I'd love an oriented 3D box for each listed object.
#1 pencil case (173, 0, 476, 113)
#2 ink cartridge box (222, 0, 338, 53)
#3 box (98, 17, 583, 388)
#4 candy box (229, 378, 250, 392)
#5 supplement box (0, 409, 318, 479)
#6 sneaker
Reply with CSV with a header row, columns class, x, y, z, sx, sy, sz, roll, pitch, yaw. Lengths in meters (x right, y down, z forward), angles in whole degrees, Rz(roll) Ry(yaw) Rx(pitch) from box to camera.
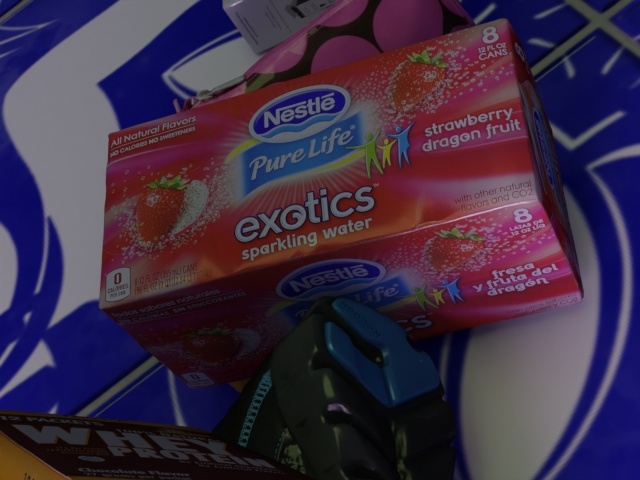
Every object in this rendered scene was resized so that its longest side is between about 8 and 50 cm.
class,x,y,z,sx,sy,sz,roll,pitch,yaw
pencil case,0.002,-0.117,0.899,0.209,0.098,0.095,-39,26,-4
ink cartridge box,-0.007,-0.220,1.020,0.135,0.056,0.099,-22,45,16
box,0.010,-0.015,0.762,0.257,0.122,0.128,-14,56,16
candy box,0.000,0.000,0.857,0.206,0.027,0.105,-38,45,-1
supplement box,-0.091,0.189,0.586,0.191,0.129,0.194,5,86,62
sneaker,0.019,0.198,0.646,0.139,0.125,0.341,-43,39,32
